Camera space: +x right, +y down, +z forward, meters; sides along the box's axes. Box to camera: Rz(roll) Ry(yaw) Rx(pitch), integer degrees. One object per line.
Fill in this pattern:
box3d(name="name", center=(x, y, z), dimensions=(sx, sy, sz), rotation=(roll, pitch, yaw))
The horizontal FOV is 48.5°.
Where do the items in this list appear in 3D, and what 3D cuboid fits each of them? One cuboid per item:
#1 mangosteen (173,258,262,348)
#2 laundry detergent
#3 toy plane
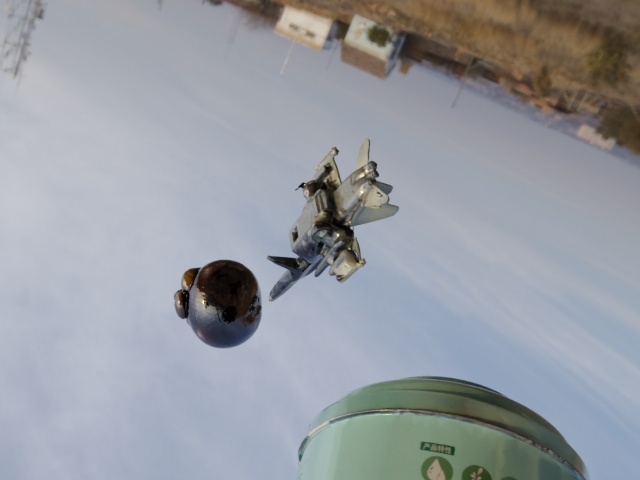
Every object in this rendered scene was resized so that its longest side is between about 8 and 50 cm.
box3d(name="mangosteen", center=(-0.153, 0.090, 1.031), dimensions=(0.140, 0.140, 0.140), rotation=(22, -163, -7))
box3d(name="laundry detergent", center=(0.098, 0.299, 0.644), dimensions=(0.287, 0.287, 0.305), rotation=(22, -131, -5))
box3d(name="toy plane", center=(-0.009, -0.003, 0.866), dimensions=(0.088, 0.262, 0.192), rotation=(24, -142, -34))
